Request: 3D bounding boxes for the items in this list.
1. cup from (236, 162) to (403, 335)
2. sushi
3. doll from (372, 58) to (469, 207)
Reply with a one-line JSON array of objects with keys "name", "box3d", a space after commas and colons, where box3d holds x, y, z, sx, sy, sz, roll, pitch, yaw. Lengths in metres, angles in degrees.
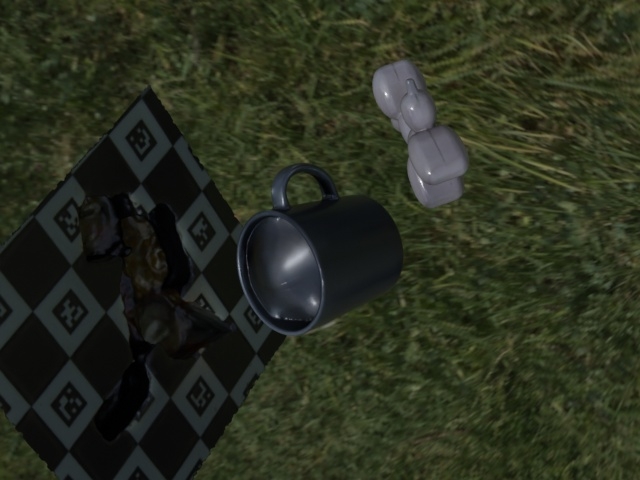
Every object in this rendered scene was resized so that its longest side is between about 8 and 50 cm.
[{"name": "cup", "box3d": [0.000, 0.000, 0.726, 0.078, 0.077, 0.100, 5, 107, 46]}, {"name": "sushi", "box3d": [-0.203, 0.083, 1.210, 0.064, 0.359, 0.343, -3, 130, 39]}, {"name": "doll", "box3d": [0.104, -0.119, 1.248, 0.059, 0.161, 0.160, -21, 78, -1]}]
